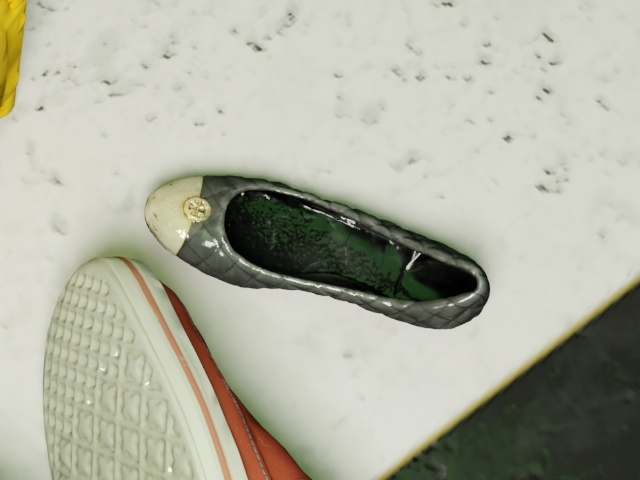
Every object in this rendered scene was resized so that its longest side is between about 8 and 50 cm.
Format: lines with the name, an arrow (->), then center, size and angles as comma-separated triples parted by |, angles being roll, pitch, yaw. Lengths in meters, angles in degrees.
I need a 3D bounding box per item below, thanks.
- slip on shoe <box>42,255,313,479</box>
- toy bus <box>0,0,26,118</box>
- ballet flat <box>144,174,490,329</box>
slip on shoe -> -0.025, 0.152, 0.864 | 0.101, 0.123, 0.331 | -16, 68, -45
toy bus -> -0.240, -0.112, 0.897 | 0.220, 0.149, 0.211 | 26, 59, 4
ballet flat -> 0.000, 0.000, 0.933 | 0.173, 0.049, 0.057 | 14, 71, -3
